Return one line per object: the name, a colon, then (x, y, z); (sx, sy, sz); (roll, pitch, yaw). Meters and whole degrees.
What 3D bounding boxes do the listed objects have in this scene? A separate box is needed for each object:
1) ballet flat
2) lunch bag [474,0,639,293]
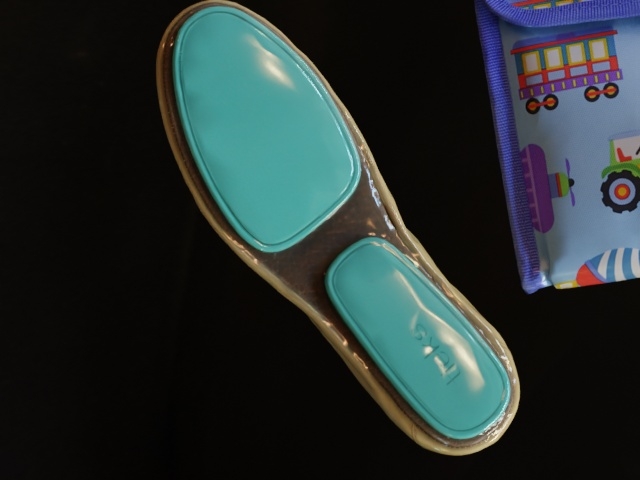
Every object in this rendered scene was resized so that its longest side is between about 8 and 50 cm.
ballet flat: (0.000, 0.000, 0.706); (0.080, 0.073, 0.232); (-34, 90, -10)
lunch bag: (0.193, -0.140, 0.815); (0.221, 0.138, 0.293); (-10, 96, 14)
